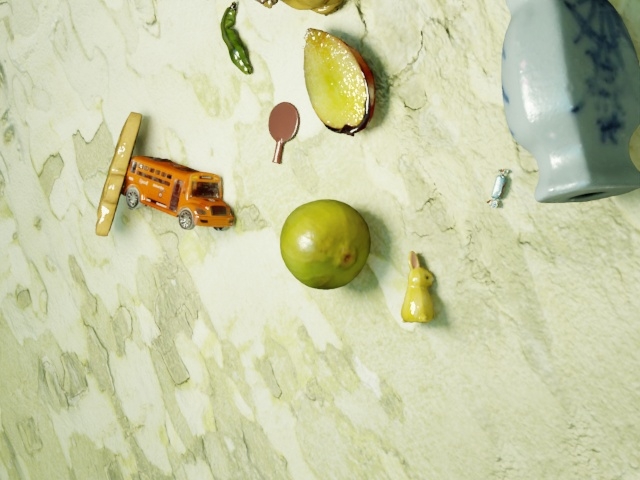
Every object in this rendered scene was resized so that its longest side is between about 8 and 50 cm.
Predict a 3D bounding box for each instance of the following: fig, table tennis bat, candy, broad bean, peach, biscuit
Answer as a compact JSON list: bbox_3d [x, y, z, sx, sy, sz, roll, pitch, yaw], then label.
[{"bbox_3d":[0.005,0.009,1.847,0.230,0.207,0.207,178,87,-68],"label":"fig"},{"bbox_3d":[-0.097,-0.266,2.013,0.098,0.019,0.154,17,101,35],"label":"table tennis bat"},{"bbox_3d":[0.361,-0.107,1.663,0.030,0.020,0.083,20,104,32],"label":"candy"},{"bbox_3d":[-0.222,-0.508,2.075,0.061,0.046,0.195,-17,81,40],"label":"broad bean"},{"bbox_3d":[0.044,-0.367,1.865,0.189,0.068,0.279,-32,76,43],"label":"peach"},{"bbox_3d":[-0.566,-0.187,2.268,0.275,0.052,0.355,-132,58,-75],"label":"biscuit"}]

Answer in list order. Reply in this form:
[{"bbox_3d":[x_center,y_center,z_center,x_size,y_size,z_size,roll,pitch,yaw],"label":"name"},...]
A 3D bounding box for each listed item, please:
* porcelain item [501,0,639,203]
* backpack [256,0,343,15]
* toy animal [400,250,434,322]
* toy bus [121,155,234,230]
[{"bbox_3d":[0.443,-0.275,1.455,0.178,0.242,0.405,-22,74,61],"label":"porcelain item"},{"bbox_3d":[-0.045,-0.694,1.827,0.378,0.201,0.353,37,110,27],"label":"backpack"},{"bbox_3d":[0.213,0.100,1.767,0.083,0.070,0.159,136,136,-75],"label":"toy animal"},{"bbox_3d":[-0.372,-0.126,2.161,0.329,0.143,0.153,22,104,37],"label":"toy bus"}]
